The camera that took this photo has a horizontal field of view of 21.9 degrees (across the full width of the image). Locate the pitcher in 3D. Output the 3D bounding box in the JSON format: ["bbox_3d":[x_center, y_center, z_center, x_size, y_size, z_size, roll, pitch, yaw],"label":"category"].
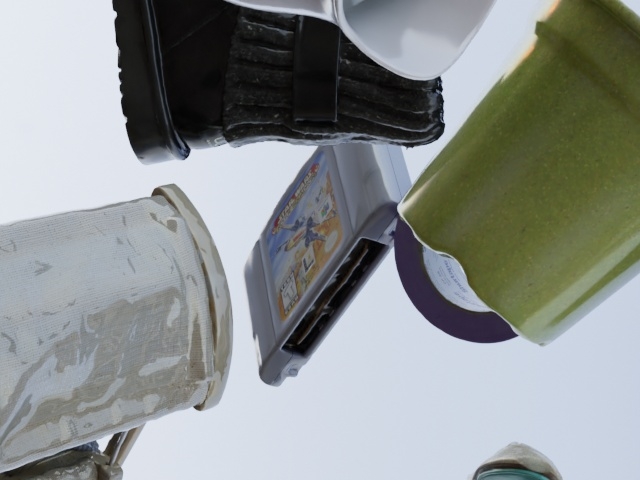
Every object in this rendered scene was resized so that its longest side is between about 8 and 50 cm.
[{"bbox_3d":[-0.027,-0.181,0.841,0.207,0.177,0.125,39,-86,36],"label":"pitcher"}]

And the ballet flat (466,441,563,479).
[{"bbox_3d":[0.142,0.180,1.269,0.057,0.052,0.168,30,-28,-6],"label":"ballet flat"}]

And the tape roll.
[{"bbox_3d":[0.175,0.006,1.682,0.189,0.080,0.189,4,-82,30],"label":"tape roll"}]

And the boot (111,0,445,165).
[{"bbox_3d":[-0.033,-0.231,1.332,0.260,0.131,0.348,-8,-97,10],"label":"boot"}]

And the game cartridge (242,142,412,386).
[{"bbox_3d":[0.000,0.000,1.868,0.297,0.062,0.198,-55,-146,32],"label":"game cartridge"}]

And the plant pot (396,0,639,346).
[{"bbox_3d":[0.213,-0.056,1.425,0.254,0.276,0.276,-46,-120,6],"label":"plant pot"}]

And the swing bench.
[{"bbox_3d":[-0.216,0.101,1.142,0.254,0.253,0.165,-39,-106,38],"label":"swing bench"}]
